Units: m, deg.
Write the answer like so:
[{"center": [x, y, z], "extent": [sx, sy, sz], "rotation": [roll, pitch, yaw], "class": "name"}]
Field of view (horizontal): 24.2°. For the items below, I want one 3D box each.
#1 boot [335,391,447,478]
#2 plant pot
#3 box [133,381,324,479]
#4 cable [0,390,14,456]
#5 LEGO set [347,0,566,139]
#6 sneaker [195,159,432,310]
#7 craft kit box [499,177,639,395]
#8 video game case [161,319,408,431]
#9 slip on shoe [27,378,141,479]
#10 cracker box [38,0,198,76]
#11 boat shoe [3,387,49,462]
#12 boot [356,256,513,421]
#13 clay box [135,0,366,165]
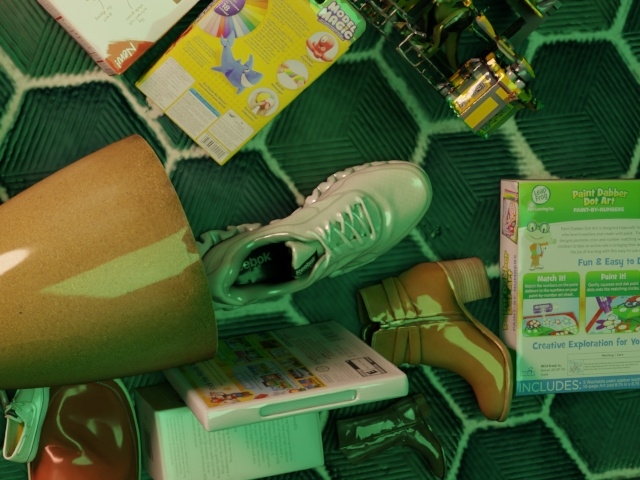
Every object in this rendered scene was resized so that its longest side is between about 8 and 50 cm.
[{"center": [0.078, 0.236, 1.678], "extent": [0.114, 0.037, 0.106], "rotation": [-20, 87, -18], "class": "boot"}, {"center": [-0.260, 0.049, 1.446], "extent": [0.254, 0.237, 0.237], "rotation": [-21, 101, -17], "class": "plant pot"}, {"center": [-0.099, 0.196, 1.571], "extent": [0.170, 0.130, 0.091], "rotation": [-9, 97, -17], "class": "box"}, {"center": [-0.349, 0.116, 1.516], "extent": [0.139, 0.072, 0.287], "rotation": [20, 88, -23], "class": "cable"}, {"center": [0.144, -0.287, 1.538], "extent": [0.192, 0.255, 0.331], "rotation": [-42, 95, 18], "class": "LEGO set"}, {"center": [0.000, 0.000, 1.593], "extent": [0.292, 0.118, 0.110], "rotation": [-26, 100, -15], "class": "sneaker"}, {"center": [0.329, 0.050, 1.733], "extent": [0.250, 0.061, 0.246], "rotation": [-1, 97, -17], "class": "craft kit box"}, {"center": [-0.045, 0.135, 1.531], "extent": [0.206, 0.227, 0.026], "rotation": [-9, 104, -17], "class": "video game case"}, {"center": [-0.247, 0.290, 1.549], "extent": [0.123, 0.101, 0.331], "rotation": [6, 92, -16], "class": "slip on shoe"}, {"center": [-0.233, -0.302, 1.518], "extent": [0.156, 0.067, 0.232], "rotation": [-46, 106, -9], "class": "cracker box"}, {"center": [-0.305, 0.177, 1.525], "extent": [0.035, 0.035, 0.100], "rotation": [15, 85, -53], "class": "boat shoe"}, {"center": [0.126, 0.123, 1.668], "extent": [0.152, 0.073, 0.197], "rotation": [-14, 87, -17], "class": "boot"}, {"center": [-0.069, -0.196, 1.536], "extent": [0.222, 0.053, 0.127], "rotation": [-41, 107, 19], "class": "clay box"}]
